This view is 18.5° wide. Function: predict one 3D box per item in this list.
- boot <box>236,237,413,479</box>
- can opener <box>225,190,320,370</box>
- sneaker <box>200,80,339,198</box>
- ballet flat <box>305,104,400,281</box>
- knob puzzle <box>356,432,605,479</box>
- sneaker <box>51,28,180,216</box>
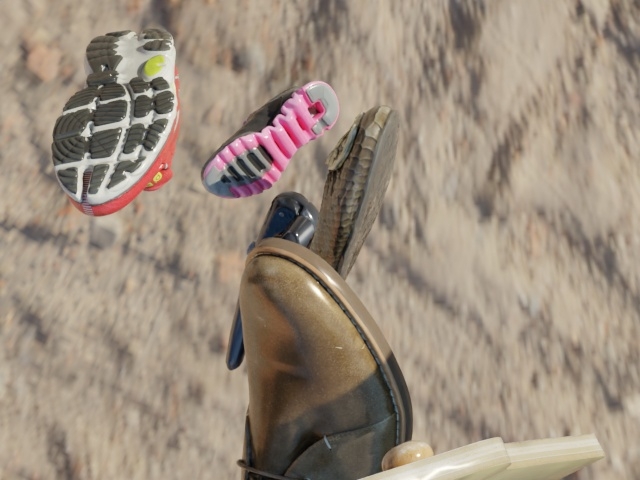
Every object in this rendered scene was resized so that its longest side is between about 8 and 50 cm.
[{"bbox_3d":[-0.010,0.146,1.296,0.112,0.115,0.305,14,127,41],"label":"boot"},{"bbox_3d":[-0.041,0.039,1.554,0.059,0.073,0.186,37,132,16],"label":"can opener"},{"bbox_3d":[-0.043,-0.074,1.427,0.119,0.057,0.047,-38,119,-19],"label":"sneaker"},{"bbox_3d":[0.000,0.000,1.376,0.058,0.084,0.250,27,135,8],"label":"ballet flat"},{"bbox_3d":[-0.014,0.105,0.705,0.213,0.213,0.030,-25,75,10],"label":"knob puzzle"},{"bbox_3d":[-0.161,-0.088,1.734,0.107,0.279,0.118,-6,120,10],"label":"sneaker"}]
